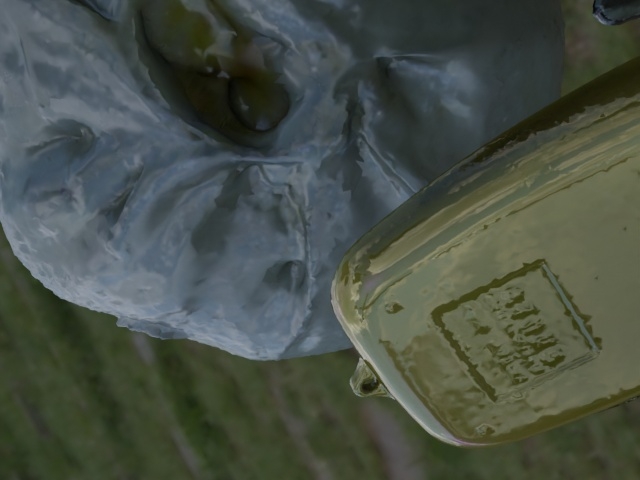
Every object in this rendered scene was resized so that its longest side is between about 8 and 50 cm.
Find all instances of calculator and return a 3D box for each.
[{"bbox_3d":[0.116,0.004,0.650,0.157,0.236,0.033,51,-166,-45],"label":"calculator"}]

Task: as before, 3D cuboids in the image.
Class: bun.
[{"bbox_3d":[-0.026,-0.101,0.952,0.354,0.354,0.194,62,-179,-3],"label":"bun"}]

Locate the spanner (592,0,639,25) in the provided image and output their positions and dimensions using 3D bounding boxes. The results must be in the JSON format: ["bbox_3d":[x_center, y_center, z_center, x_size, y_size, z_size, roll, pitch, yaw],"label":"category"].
[{"bbox_3d":[0.185,-0.179,0.878,0.071,0.302,0.017,35,136,14],"label":"spanner"}]
